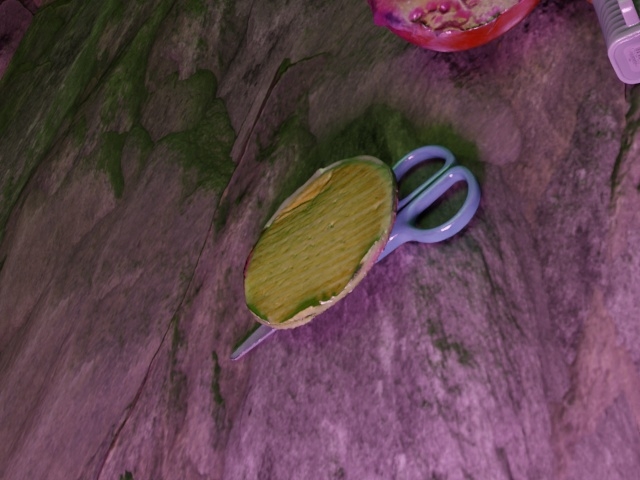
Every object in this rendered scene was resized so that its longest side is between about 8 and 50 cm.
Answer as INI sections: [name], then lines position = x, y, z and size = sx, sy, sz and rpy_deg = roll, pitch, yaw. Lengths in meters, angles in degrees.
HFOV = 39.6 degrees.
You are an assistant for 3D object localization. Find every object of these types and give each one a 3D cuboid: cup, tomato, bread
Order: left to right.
[bread]
position = 0.002, 0.002, 1.298
size = 0.301, 0.045, 0.301
rpy_deg = -34, 34, 27
[tomato]
position = 0.246, -0.423, 1.429
size = 0.335, 0.176, 0.289
rpy_deg = -42, 58, 10
[cup]
position = 0.419, -0.299, 1.187
size = 0.095, 0.128, 0.129
rpy_deg = -20, 46, 25

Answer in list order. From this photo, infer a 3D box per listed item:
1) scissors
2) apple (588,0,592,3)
[scissors]
position = 0.035, 0.033, 1.296
size = 0.447, 0.029, 0.192
rpy_deg = -41, 37, 7
[apple]
position = 0.437, -0.430, 1.266
size = 0.182, 0.155, 0.182
rpy_deg = -26, 38, 23
